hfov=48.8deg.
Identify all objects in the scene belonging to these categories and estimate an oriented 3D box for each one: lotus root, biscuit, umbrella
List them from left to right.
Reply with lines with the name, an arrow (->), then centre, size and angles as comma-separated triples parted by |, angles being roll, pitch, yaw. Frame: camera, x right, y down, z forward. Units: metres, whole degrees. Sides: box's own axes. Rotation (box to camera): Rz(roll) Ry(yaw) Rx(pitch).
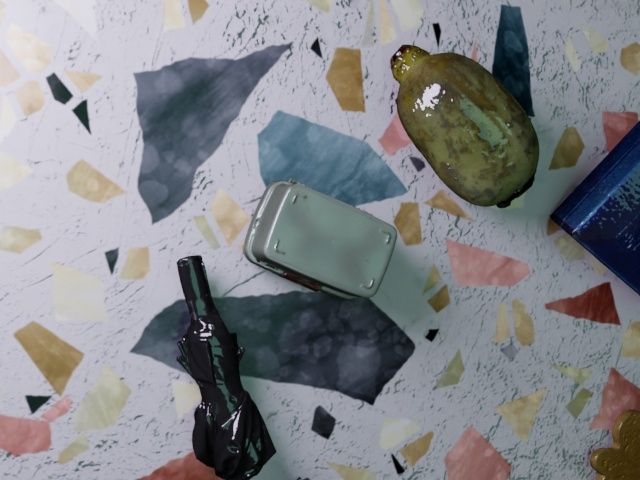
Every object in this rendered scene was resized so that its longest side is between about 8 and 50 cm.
umbrella -> -0.155, 0.188, 1.036 | 0.118, 0.118, 0.340 | -14, 97, -18
lotus root -> 0.223, -0.187, 1.135 | 0.173, 0.173, 0.309 | -45, 97, -12
biscuit -> 0.565, 0.437, 1.332 | 0.158, 0.035, 0.240 | 18, 87, -21

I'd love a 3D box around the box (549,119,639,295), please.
box -> 0.604, -0.043, 1.244 | 0.279, 0.116, 0.261 | 37, 104, -16

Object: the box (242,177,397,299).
box -> 0.000, 0.000, 1.069 | 0.210, 0.129, 0.148 | 23, 83, -18

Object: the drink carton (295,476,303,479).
drink carton -> -0.092, 0.526, 1.022 | 0.324, 0.194, 0.132 | -37, 105, -15
